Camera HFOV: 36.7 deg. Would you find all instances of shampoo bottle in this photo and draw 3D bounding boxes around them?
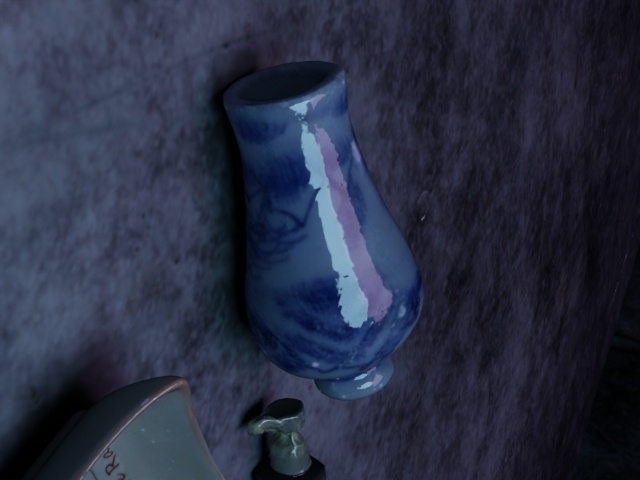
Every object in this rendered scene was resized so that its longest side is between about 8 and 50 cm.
[{"bbox_3d":[-0.027,0.231,0.836,0.063,0.057,0.207,-31,126,-47],"label":"shampoo bottle"}]

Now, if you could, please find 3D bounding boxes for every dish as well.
[{"bbox_3d":[-0.144,0.189,0.565,0.212,0.077,0.151,-56,147,-38],"label":"dish"}]

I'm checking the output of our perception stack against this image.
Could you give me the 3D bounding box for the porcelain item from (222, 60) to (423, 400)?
[{"bbox_3d":[0.000,0.000,0.728,0.141,0.141,0.259,-45,129,-48],"label":"porcelain item"}]
